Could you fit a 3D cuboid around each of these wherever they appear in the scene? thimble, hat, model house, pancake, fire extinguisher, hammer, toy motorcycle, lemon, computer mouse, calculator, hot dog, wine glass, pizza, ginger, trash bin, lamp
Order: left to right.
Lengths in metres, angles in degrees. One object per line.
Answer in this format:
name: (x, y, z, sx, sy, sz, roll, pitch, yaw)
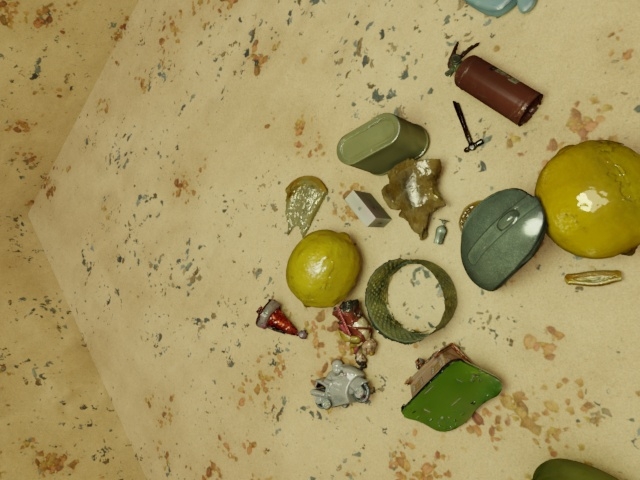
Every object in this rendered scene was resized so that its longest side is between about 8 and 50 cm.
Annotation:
hat: (-0.152, 0.332, 1.806, 0.227, 0.129, 0.140, 29, 148, 13)
pizza: (-0.080, -0.134, 1.787, 0.181, 0.034, 0.262, 30, 106, 29)
lemon: (0.007, 0.097, 1.603, 0.284, 0.260, 0.261, -50, 65, 30)
toy motorcycle: (0.072, 0.519, 1.654, 0.260, 0.110, 0.171, -25, 60, 38)
lamp: (0.132, 0.333, 1.598, 0.118, 0.118, 0.254, -25, 88, 30)
trash bin: (0.206, -0.307, 1.476, 0.243, 0.247, 0.121, -24, 79, 29)
thimble: (0.291, 0.190, 1.475, 0.270, 0.150, 0.271, 0, 89, 33)
ginger: (0.303, -0.135, 1.484, 0.218, 0.123, 0.271, 2, 92, 34)
wine glass: (0.389, -0.028, 1.476, 0.038, 0.042, 0.084, 15, 101, 8)
model house: (0.398, 0.444, 1.435, 0.206, 0.154, 0.294, 26, 120, -14)
hammer: (0.460, -0.368, 1.447, 0.065, 0.021, 0.179, -24, 75, 30)
pancake: (0.505, -0.050, 1.409, 0.158, 0.028, 0.158, 0, 90, 34)
fire extinguisher: (0.510, -0.491, 1.371, 0.147, 0.106, 0.337, -44, 66, -2)
computer mouse: (0.481, 0.016, 1.262, 0.374, 0.114, 0.203, 97, 155, -51)
calculator: (0.533, -0.794, 1.385, 0.303, 0.042, 0.188, 47, 113, 27)
hot dog: (0.747, 0.106, 1.251, 0.136, 0.028, 0.044, -10, 59, 30)
lemon: (0.689, -0.104, 1.142, 0.296, 0.297, 0.298, 0, 90, 33)

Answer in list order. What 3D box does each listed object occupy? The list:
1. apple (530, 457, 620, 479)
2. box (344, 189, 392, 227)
apple: (0.655, 0.748, 1.128, 0.356, 0.357, 0.358, 0, 90, 33)
box: (0.165, -0.106, 1.569, 0.051, 0.130, 0.129, -48, 66, 25)
